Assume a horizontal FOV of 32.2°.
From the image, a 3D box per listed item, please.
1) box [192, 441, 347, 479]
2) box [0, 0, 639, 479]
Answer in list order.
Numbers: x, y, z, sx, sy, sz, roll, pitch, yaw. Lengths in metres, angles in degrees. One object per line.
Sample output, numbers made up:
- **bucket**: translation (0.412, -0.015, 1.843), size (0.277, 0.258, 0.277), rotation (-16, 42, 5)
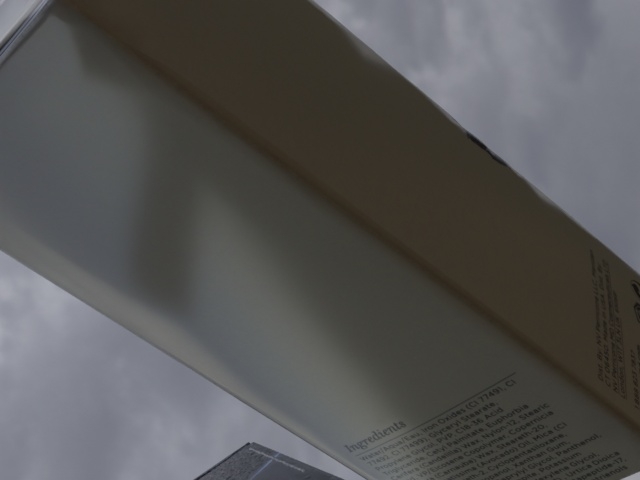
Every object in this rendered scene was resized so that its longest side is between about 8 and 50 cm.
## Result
- **box**: translation (-0.052, 0.237, 0.828), size (0.147, 0.180, 0.078), rotation (-31, -71, -27)
- **box**: translation (0.000, 0.000, 0.411), size (0.275, 0.113, 0.094), rotation (37, -140, -24)
